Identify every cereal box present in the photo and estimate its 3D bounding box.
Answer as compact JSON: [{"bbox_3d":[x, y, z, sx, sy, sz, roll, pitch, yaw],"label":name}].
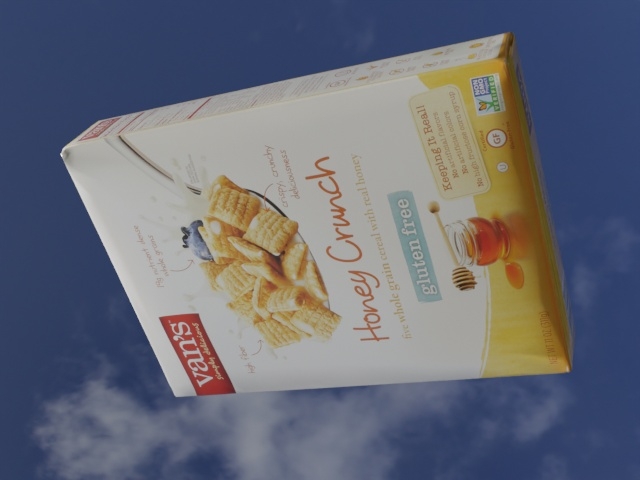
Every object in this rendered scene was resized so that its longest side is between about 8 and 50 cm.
[{"bbox_3d":[0.000,0.000,0.468,0.047,0.240,0.173,-62,-42,-56],"label":"cereal box"}]
